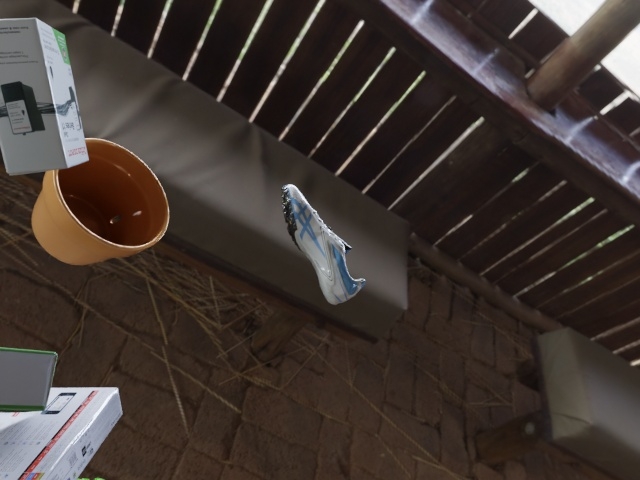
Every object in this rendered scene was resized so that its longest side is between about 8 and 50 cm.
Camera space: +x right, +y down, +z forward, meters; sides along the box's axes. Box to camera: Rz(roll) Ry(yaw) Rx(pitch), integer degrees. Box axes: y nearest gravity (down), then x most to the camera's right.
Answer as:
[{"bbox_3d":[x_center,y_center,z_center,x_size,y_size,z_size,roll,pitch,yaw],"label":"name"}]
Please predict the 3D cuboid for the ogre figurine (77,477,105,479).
[{"bbox_3d":[-0.655,0.680,1.249,0.197,0.096,0.118,26,59,-59],"label":"ogre figurine"}]

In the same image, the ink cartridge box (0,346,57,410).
[{"bbox_3d":[-0.684,0.292,1.013,0.201,0.278,0.117,15,65,-33],"label":"ink cartridge box"}]

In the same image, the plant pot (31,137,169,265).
[{"bbox_3d":[-0.548,-0.069,1.185,0.291,0.203,0.291,40,35,-35],"label":"plant pot"}]

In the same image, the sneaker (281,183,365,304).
[{"bbox_3d":[0.000,0.000,0.900,0.086,0.085,0.237,-28,89,-13],"label":"sneaker"}]

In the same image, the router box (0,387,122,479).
[{"bbox_3d":[-0.669,0.461,1.115,0.300,0.082,0.335,-1,17,4],"label":"router box"}]

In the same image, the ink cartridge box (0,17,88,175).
[{"bbox_3d":[-0.430,-0.212,0.748,0.086,0.209,0.153,-8,16,-12],"label":"ink cartridge box"}]
